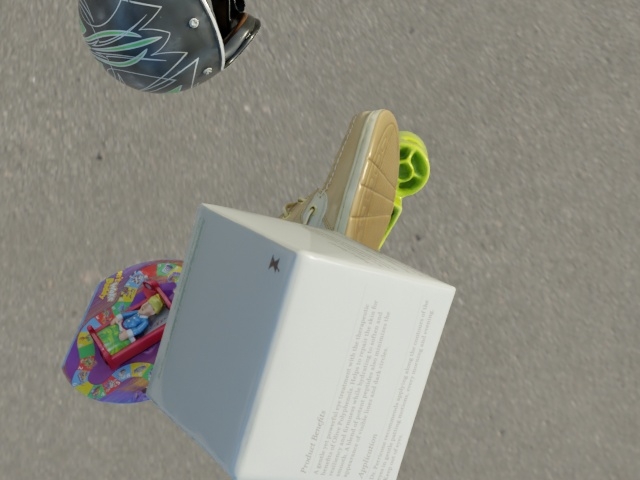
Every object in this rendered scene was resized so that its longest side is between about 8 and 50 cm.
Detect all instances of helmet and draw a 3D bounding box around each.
[{"bbox_3d":[-0.150,-0.219,1.127,0.169,0.161,0.169,18,133,20],"label":"helmet"}]

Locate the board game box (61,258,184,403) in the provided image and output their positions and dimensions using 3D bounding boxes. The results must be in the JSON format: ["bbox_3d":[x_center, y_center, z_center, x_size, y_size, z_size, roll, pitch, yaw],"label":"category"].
[{"bbox_3d":[-0.170,0.072,1.088,0.133,0.168,0.033,2,139,19],"label":"board game box"}]

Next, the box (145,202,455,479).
[{"bbox_3d":[-0.012,0.047,0.536,0.087,0.102,0.101,13,97,-34],"label":"box"}]

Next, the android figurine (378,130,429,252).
[{"bbox_3d":[0.012,0.021,0.965,0.056,0.273,0.248,28,101,-1],"label":"android figurine"}]

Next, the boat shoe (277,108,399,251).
[{"bbox_3d":[0.000,0.000,0.696,0.059,0.063,0.170,14,84,25],"label":"boat shoe"}]
